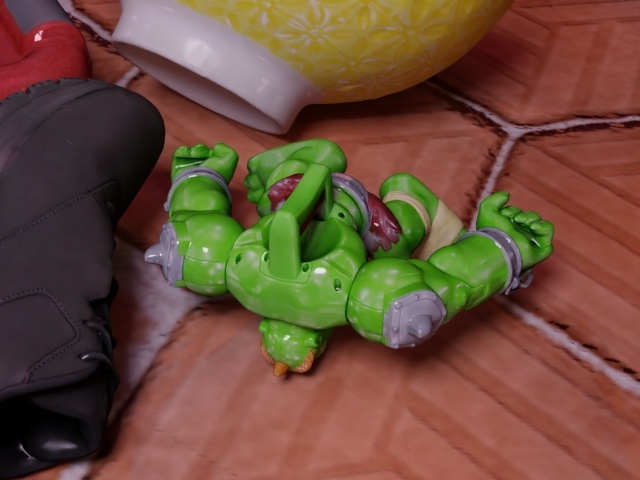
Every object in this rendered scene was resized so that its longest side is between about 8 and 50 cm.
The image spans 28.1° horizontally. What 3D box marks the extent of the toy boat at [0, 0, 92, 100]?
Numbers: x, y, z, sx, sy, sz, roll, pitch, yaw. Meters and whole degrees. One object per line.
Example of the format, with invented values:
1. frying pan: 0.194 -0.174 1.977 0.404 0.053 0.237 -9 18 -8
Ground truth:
1. toy boat: -0.248 -0.119 0.715 0.231 0.151 0.151 -16 40 -23

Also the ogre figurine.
1. ogre figurine: 0.000 0.000 0.616 0.197 0.097 0.118 31 34 8

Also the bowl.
1. bowl: -0.037 -0.156 0.746 0.289 0.289 0.156 25 84 27

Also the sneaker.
1. sneaker: -0.135 0.035 0.575 0.130 0.109 0.286 22 49 13
